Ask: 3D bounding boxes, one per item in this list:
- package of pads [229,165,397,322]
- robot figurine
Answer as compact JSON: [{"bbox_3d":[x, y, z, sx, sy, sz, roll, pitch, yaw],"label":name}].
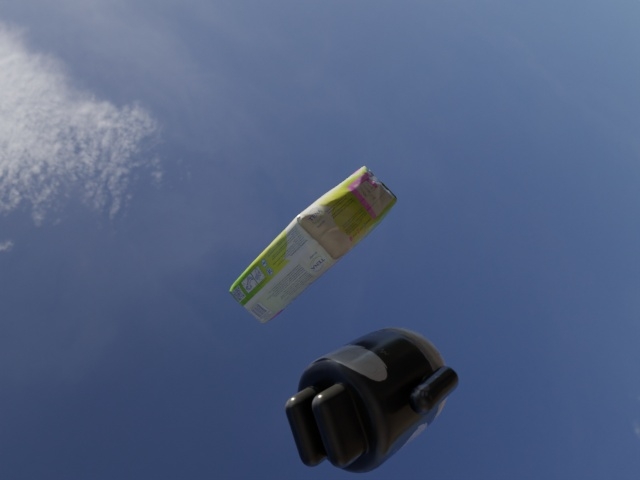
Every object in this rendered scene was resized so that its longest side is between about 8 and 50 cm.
[{"bbox_3d":[0.000,0.000,0.935,0.101,0.229,0.296,47,-143,1],"label":"package of pads"},{"bbox_3d":[0.079,0.237,0.786,0.209,0.174,0.278,27,-153,35],"label":"robot figurine"}]
